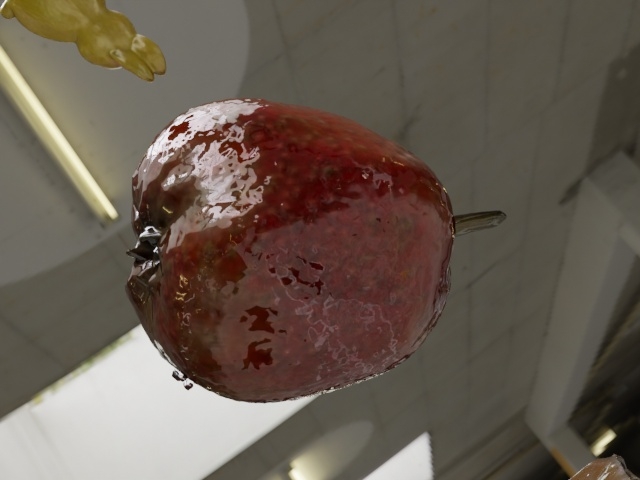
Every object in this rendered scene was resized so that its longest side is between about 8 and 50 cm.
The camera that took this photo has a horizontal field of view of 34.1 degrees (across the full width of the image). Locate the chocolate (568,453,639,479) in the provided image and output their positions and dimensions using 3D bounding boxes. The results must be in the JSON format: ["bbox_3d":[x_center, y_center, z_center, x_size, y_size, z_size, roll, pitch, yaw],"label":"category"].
[{"bbox_3d":[0.171,0.194,0.482,0.093,0.148,0.214,-49,-2,8],"label":"chocolate"}]

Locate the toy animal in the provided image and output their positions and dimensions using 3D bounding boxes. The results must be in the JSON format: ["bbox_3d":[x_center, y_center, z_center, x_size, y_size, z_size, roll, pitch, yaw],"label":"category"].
[{"bbox_3d":[-0.209,-0.190,0.953,0.083,0.159,0.070,-49,-7,-10],"label":"toy animal"}]

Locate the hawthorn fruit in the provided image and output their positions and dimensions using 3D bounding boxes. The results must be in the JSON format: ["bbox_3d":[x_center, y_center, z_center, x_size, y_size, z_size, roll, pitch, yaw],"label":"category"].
[{"bbox_3d":[0.000,0.000,0.969,0.368,0.285,0.285,-9,-29,-9],"label":"hawthorn fruit"}]
